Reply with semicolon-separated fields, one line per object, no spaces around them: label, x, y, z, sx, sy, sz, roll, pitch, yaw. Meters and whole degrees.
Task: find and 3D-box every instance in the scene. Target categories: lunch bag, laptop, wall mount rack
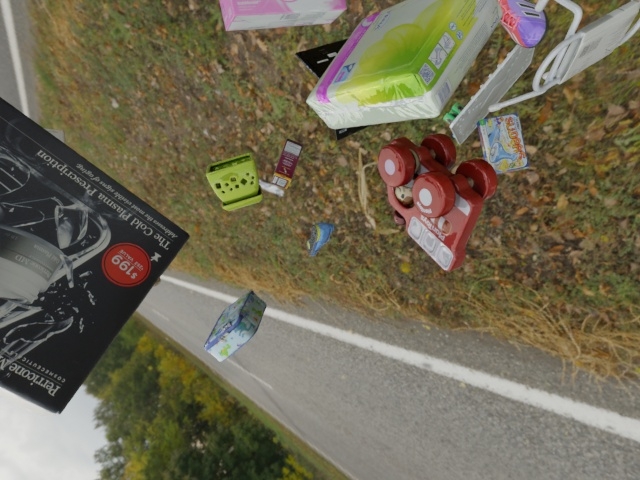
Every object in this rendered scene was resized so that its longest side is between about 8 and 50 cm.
lunch bag;-0.271;0.269;1.302;0.090;0.176;0.219;46;-160;-13
laptop;0.073;-0.493;1.319;0.264;0.234;0.136;50;148;14
wall mount rack;0.536;-0.416;0.904;0.130;0.350;0.304;52;163;26

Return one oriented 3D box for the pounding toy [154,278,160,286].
pounding toy;-0.495;0.037;1.137;0.206;0.181;0.094;63;175;4

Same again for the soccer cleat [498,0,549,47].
soccer cleat;0.556;-0.684;1.216;0.108;0.117;0.318;121;144;-50

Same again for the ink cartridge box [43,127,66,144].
ink cartridge box;-0.842;-0.160;1.247;0.223;0.129;0.307;-55;49;40

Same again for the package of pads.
package of pads;0.136;-0.319;0.724;0.101;0.229;0.297;41;166;-33

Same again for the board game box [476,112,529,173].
board game box;0.646;-0.340;1.454;0.035;0.136;0.201;37;-138;-84

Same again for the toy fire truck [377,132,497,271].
toy fire truck;0.252;-0.100;0.990;0.302;0.170;0.253;50;147;37

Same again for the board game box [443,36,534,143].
board game box;0.602;-0.540;1.464;0.050;0.390;0.390;44;-162;15

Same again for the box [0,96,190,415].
box;-0.437;0.030;0.597;0.343;0.312;0.179;39;142;-19

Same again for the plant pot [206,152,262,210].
plant pot;-0.394;-0.273;1.937;0.228;0.227;0.207;-118;11;-65

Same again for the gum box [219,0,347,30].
gum box;-0.056;-0.383;0.606;0.062;0.189;0.107;16;119;66

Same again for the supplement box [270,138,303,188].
supplement box;-0.149;-0.340;1.821;0.081;0.188;0.104;20;162;-11

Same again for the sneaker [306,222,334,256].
sneaker;0.000;0.000;1.506;0.209;0.082;0.069;116;139;-59
